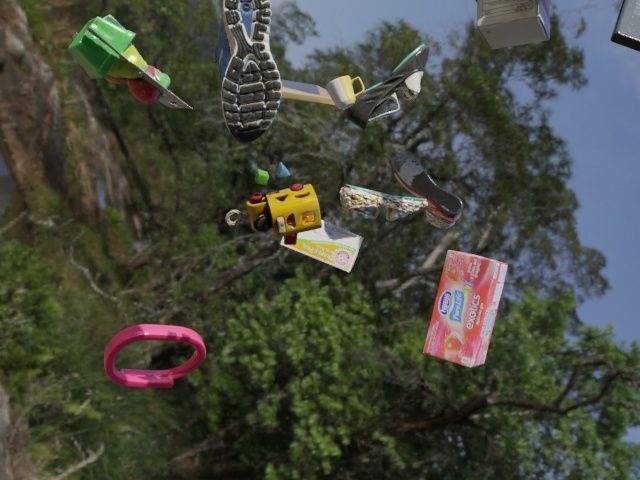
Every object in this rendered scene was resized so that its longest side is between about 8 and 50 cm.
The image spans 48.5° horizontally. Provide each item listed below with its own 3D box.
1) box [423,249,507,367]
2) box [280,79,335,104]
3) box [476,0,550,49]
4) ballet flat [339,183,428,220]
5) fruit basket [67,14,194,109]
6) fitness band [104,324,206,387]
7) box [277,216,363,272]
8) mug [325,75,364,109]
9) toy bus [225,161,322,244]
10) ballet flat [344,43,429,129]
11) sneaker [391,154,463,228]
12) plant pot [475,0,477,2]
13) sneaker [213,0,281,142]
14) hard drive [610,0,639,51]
[{"bbox_3d":[0.407,0.188,1.983,0.154,0.142,0.299,10,94,-62],"label":"box"},{"bbox_3d":[-0.056,-0.384,1.829,0.164,0.201,0.021,41,-58,50],"label":"box"},{"bbox_3d":[0.468,-0.600,1.710,0.127,0.149,0.232,24,68,-58],"label":"box"},{"bbox_3d":[0.161,-0.091,1.855,0.091,0.241,0.077,-151,-109,-76],"label":"ballet flat"},{"bbox_3d":[-0.545,-0.503,2.075,0.165,0.353,0.327,-61,-153,-2],"label":"fruit basket"},{"bbox_3d":[-0.473,0.331,2.040,0.208,0.291,0.054,-64,-144,26],"label":"fitness band"},{"bbox_3d":[0.000,0.000,1.917,0.114,0.203,0.103,-161,-86,-83],"label":"box"},{"bbox_3d":[0.056,-0.343,1.649,0.078,0.062,0.064,-26,-96,43],"label":"mug"},{"bbox_3d":[-0.095,-0.059,1.687,0.202,0.191,0.104,-53,-153,17],"label":"toy bus"},{"bbox_3d":[0.187,-0.379,1.807,0.096,0.280,0.095,51,-3,6],"label":"ballet flat"},{"bbox_3d":[0.319,-0.143,2.215,0.270,0.090,0.145,41,-18,14],"label":"sneaker"},{"bbox_3d":[0.603,-0.782,1.943,0.280,0.323,0.323,25,-49,49],"label":"plant pot"},{"bbox_3d":[-0.160,-0.373,1.530,0.147,0.130,0.329,175,-84,-75],"label":"sneaker"},{"bbox_3d":[0.582,-0.391,1.275,0.022,0.094,0.135,100,16,-60],"label":"hard drive"}]
